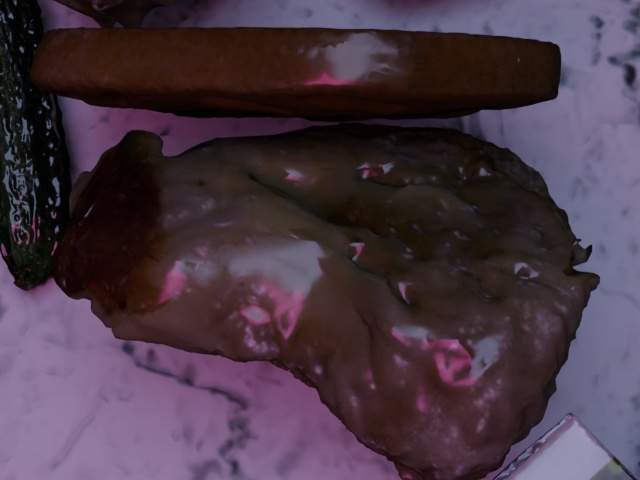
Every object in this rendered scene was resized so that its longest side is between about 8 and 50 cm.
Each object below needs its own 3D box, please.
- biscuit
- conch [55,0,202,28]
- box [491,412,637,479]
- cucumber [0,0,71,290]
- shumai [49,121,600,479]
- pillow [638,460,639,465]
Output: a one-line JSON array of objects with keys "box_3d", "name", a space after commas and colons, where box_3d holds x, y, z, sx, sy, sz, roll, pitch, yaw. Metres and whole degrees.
[{"box_3d": [-0.012, -0.114, 1.110, 0.367, 0.314, 0.063, 4, 94, 32], "name": "biscuit"}, {"box_3d": [-0.127, -0.276, 1.149, 0.263, 0.324, 0.186, -38, 63, 18], "name": "conch"}, {"box_3d": [0.219, 0.268, 0.994, 0.106, 0.200, 0.299, -40, 74, -9], "name": "box"}, {"box_3d": [-0.233, -0.093, 1.217, 0.077, 0.077, 0.265, -15, 71, -2], "name": "cucumber"}, {"box_3d": [-0.002, -0.002, 1.024, 0.283, 0.346, 0.217, 30, 108, -20], "name": "shumai"}, {"box_3d": [0.363, 0.135, 1.096, 0.254, 0.078, 0.144, 21, 73, 11], "name": "pillow"}]
